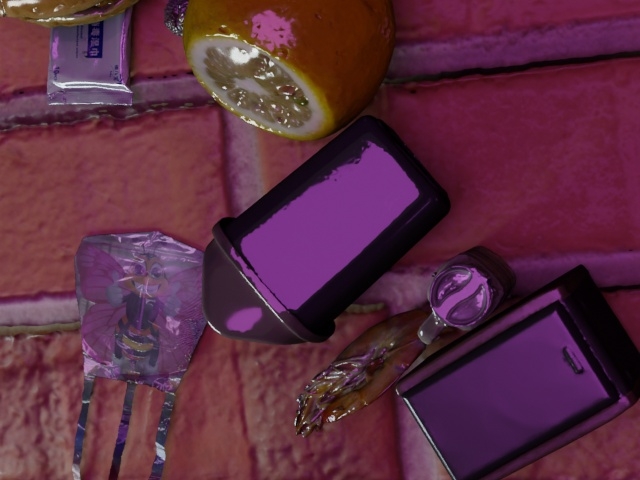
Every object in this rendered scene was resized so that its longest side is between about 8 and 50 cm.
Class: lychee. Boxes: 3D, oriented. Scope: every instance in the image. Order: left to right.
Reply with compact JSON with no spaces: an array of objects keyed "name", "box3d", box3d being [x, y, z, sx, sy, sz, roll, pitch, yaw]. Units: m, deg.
[{"name":"lychee","box3d":[-0.152,-0.275,1.688,0.083,0.067,0.068,5,57,40]}]

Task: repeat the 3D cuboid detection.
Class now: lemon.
[{"name":"lemon","box3d":[-0.024,-0.250,1.574,0.240,0.240,0.219,24,66,12]}]

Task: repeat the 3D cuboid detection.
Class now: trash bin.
[{"name":"trash bin","box3d":[0.000,0.000,1.600,0.290,0.209,0.182,-41,82,8]}]

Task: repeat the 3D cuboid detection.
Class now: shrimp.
[{"name":"shrimp","box3d":[0.047,0.167,1.642,0.236,0.133,0.053,-39,118,21]}]

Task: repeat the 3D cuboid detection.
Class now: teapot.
[{"name":"teapot","box3d":[0.158,0.064,1.561,0.077,0.200,0.107,45,101,8]}]

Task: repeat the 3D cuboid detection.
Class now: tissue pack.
[{"name":"tissue pack","box3d":[-0.287,-0.266,1.743,0.122,0.026,0.193,2,92,19]}]

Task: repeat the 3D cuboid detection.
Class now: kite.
[{"name":"kite","box3d":[-0.235,0.165,1.765,0.204,0.022,0.360,8,95,15]}]

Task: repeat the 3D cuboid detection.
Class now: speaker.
[{"name":"speaker","box3d":[0.227,0.157,1.559,0.231,0.192,0.153,-34,86,19]}]

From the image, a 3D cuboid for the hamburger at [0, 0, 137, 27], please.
[{"name":"hamburger","box3d":[-0.323,-0.404,1.675,0.259,0.144,0.283,-12,76,15]}]
